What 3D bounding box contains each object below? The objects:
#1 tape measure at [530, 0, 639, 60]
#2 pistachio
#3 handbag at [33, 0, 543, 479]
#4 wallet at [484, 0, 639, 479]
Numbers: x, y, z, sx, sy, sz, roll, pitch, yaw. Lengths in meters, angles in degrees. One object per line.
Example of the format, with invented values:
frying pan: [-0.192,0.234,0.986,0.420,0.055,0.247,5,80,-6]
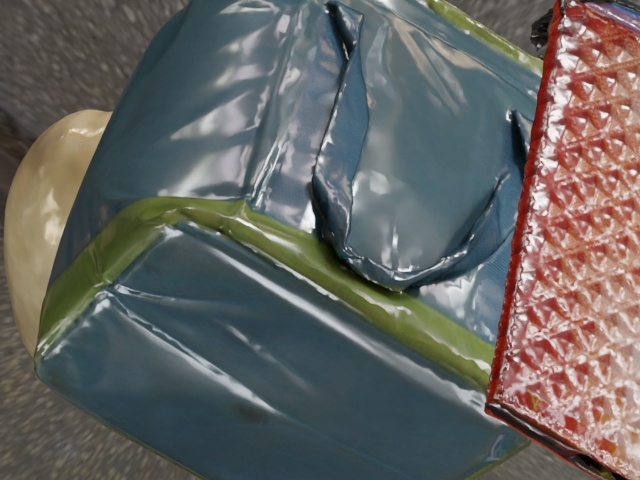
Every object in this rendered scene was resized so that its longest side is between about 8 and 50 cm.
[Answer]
tape measure: [0.316,-0.150,1.833,0.245,0.231,0.149,28,97,1]
pistachio: [-0.196,0.012,1.688,0.194,0.214,0.318,9,125,-6]
handbag: [0.000,0.000,0.997,0.263,0.222,0.241,29,46,-12]
wallet: [0.117,0.002,0.699,0.103,0.020,0.196,29,54,-20]
